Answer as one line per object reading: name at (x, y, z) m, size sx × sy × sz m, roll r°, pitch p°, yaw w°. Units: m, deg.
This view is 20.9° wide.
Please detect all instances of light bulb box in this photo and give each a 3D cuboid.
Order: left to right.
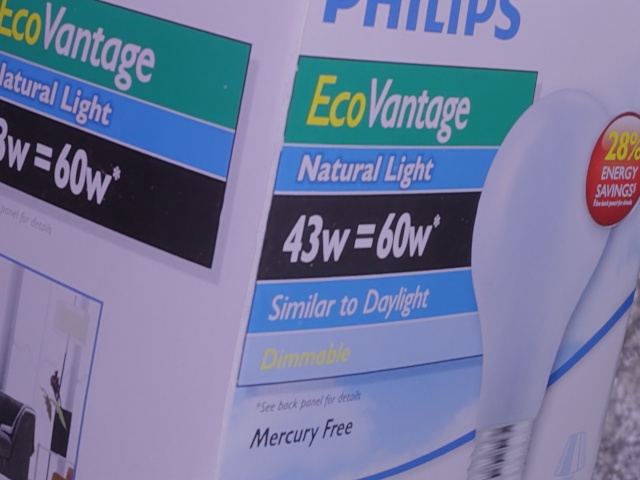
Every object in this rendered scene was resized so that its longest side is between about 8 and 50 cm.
light bulb box at (0.000, 0.000, 0.967) m, size 0.358 × 0.225 × 0.361 m, roll -4°, pitch 109°, yaw -49°
